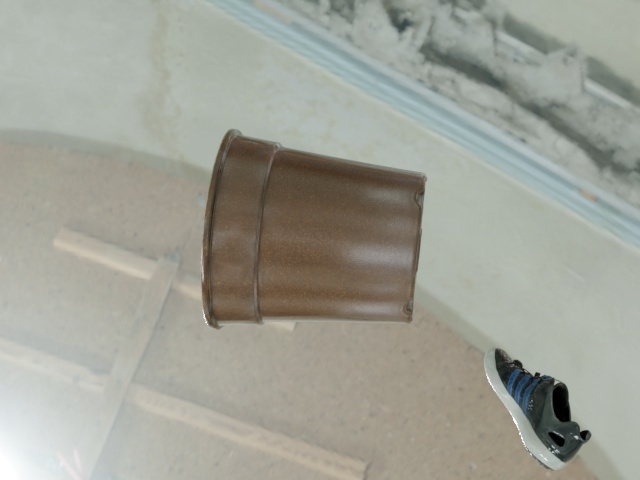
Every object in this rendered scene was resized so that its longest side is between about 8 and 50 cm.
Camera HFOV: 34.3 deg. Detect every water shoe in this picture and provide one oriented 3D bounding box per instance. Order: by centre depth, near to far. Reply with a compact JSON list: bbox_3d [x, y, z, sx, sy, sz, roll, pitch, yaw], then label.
[{"bbox_3d":[0.282,0.202,1.335,0.073,0.080,0.203,34,-159,-38],"label":"water shoe"}]

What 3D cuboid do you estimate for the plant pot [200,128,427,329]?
[{"bbox_3d":[0.000,0.000,0.849,0.165,0.167,0.167,7,-133,6],"label":"plant pot"}]
